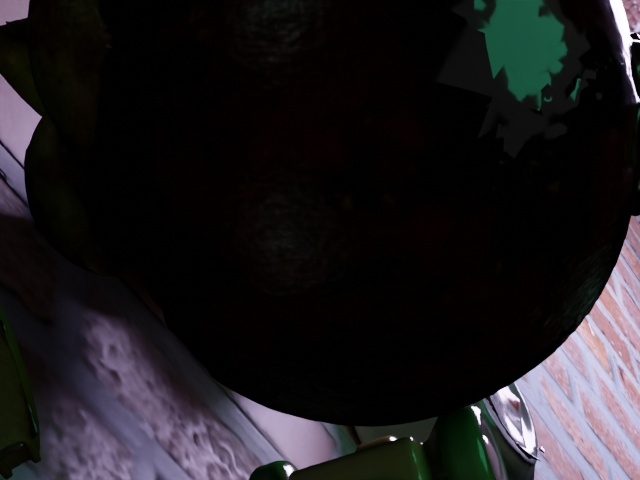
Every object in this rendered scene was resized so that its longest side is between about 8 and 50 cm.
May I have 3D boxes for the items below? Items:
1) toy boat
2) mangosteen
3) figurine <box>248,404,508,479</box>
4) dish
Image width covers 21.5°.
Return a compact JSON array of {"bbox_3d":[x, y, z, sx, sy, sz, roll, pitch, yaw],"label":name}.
[{"bbox_3d":[-0.155,0.028,0.679,0.149,0.047,0.049,62,-13,1],"label":"toy boat"},{"bbox_3d":[0.007,-0.057,0.811,0.311,0.311,0.311,51,21,-28],"label":"mangosteen"},{"bbox_3d":[0.069,0.215,0.867,0.324,0.124,0.222,45,27,-66],"label":"figurine"},{"bbox_3d":[0.097,0.119,1.162,0.229,0.081,0.229,51,20,-27],"label":"dish"}]
